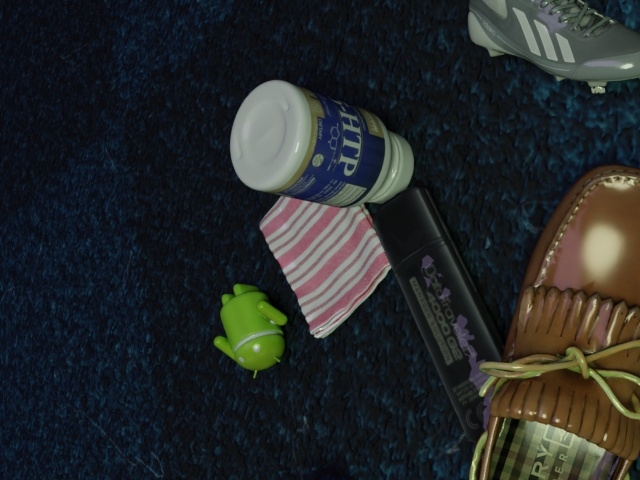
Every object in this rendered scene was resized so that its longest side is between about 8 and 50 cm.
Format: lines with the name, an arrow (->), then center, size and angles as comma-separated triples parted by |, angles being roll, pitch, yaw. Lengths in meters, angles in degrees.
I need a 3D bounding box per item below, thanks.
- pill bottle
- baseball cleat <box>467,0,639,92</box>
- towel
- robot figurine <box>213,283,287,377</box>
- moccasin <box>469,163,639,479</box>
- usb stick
pill bottle -> 0.009, -0.093, 0.817 | 0.112, 0.187, 0.112 | -8, 78, 44
baseball cleat -> 0.207, -0.204, 0.696 | 0.206, 0.072, 0.109 | 28, 143, 44
towel -> 0.000, 0.000, 0.924 | 0.144, 0.029, 0.197 | -49, 53, 27
robot figurine -> -0.084, 0.110, 0.963 | 0.101, 0.067, 0.115 | -39, 58, 27
moccasin -> 0.190, 0.127, 0.607 | 0.139, 0.147, 0.380 | 23, 101, 14
usb stick -> 0.128, 0.068, 0.775 | 0.077, 0.045, 0.278 | -36, 59, 26
